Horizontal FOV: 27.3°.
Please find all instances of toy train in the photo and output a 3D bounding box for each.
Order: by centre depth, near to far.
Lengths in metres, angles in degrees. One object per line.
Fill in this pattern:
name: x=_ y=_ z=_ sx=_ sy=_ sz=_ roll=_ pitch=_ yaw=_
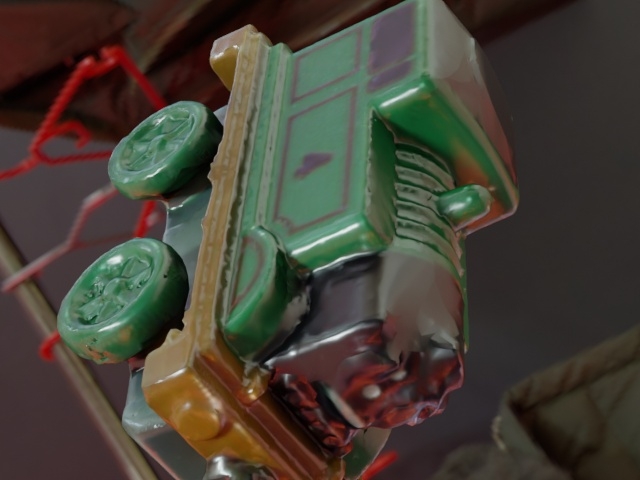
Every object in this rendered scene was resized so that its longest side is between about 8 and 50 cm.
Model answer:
toy train: x=0.000 y=0.000 z=0.437 sx=0.091 sy=0.136 sz=0.227 roll=52 pitch=-156 yaw=-31
